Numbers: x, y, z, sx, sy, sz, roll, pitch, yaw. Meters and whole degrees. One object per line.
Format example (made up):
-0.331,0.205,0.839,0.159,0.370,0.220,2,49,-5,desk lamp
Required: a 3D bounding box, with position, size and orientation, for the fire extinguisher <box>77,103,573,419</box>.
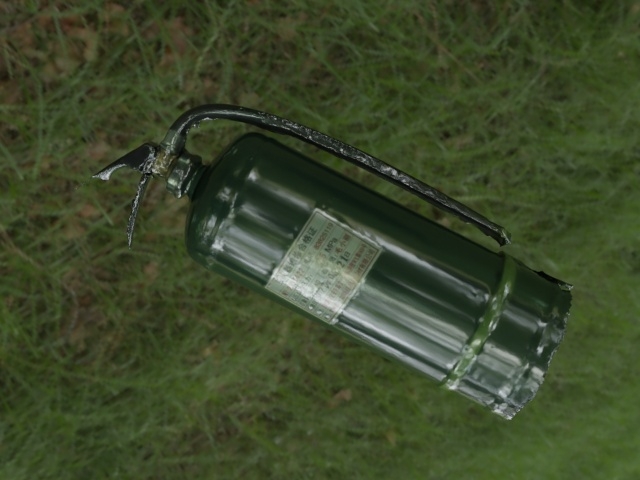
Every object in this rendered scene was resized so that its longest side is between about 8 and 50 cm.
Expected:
0.000,0.000,0.585,0.118,0.294,0.093,-63,179,10,fire extinguisher
